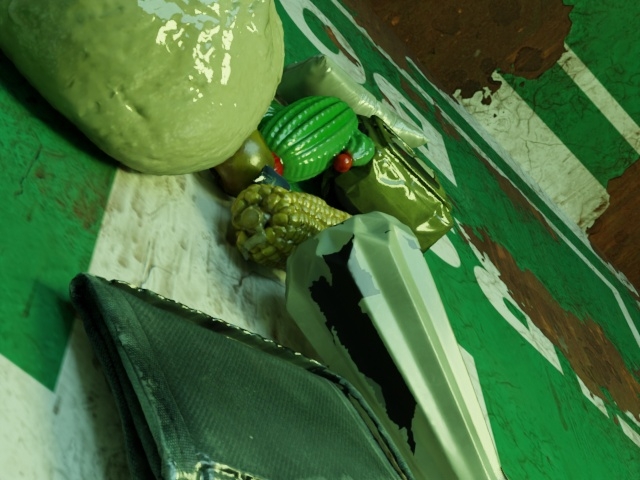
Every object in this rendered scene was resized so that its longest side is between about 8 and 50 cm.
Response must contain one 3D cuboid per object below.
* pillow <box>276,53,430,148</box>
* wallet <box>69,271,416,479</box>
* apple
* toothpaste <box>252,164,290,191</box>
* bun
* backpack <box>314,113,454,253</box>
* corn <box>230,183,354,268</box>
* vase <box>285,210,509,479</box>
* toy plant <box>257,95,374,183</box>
[{"bbox_3d":[0.046,-0.202,1.760,0.254,0.144,0.078,36,55,-31],"label":"pillow"},{"bbox_3d":[-0.054,0.162,0.949,0.342,0.075,0.237,27,23,-45],"label":"wallet"},{"bbox_3d":[-0.095,-0.094,1.311,0.089,0.074,0.089,60,2,-4],"label":"apple"},{"bbox_3d":[-0.055,-0.067,1.291,0.019,0.027,0.083,40,4,24],"label":"toothpaste"},{"bbox_3d":[-0.181,-0.249,1.191,0.352,0.227,0.349,25,33,-48],"label":"bun"},{"bbox_3d":[0.083,-0.088,1.637,0.207,0.140,0.253,43,12,-23],"label":"backpack"},{"bbox_3d":[0.000,0.000,1.329,0.292,0.101,0.101,18,36,-53],"label":"corn"},{"bbox_3d":[0.094,0.152,1.166,0.360,0.165,0.165,63,21,13],"label":"vase"},{"bbox_3d":[-0.042,-0.130,1.459,0.240,0.088,0.154,-15,47,-34],"label":"toy plant"}]
